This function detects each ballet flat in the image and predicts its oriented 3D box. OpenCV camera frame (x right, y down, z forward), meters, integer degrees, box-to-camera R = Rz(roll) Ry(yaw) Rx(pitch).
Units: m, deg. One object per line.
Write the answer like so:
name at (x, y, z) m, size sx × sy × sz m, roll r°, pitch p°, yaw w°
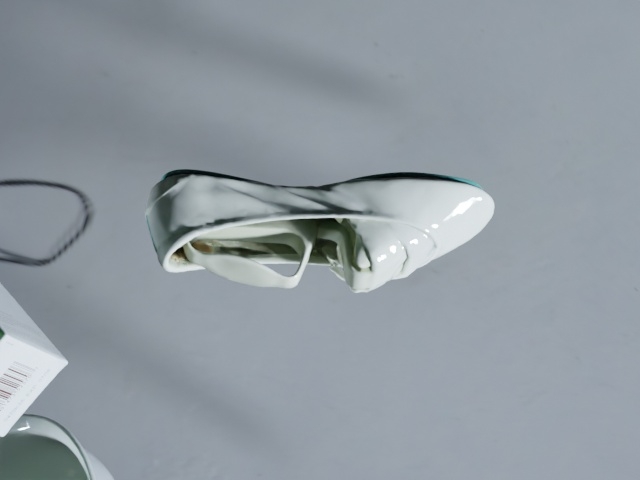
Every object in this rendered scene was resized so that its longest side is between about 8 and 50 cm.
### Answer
ballet flat at (0.000, 0.000, 1.490) m, size 0.400 × 0.139 × 0.139 m, roll 2°, pitch 82°, yaw -3°

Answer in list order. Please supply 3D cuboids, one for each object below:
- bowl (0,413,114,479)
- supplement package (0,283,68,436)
bowl at (-0.312, 0.353, 1.468) m, size 0.297 × 0.134 × 0.298 m, roll -14°, pitch 64°, yaw 31°
supplement package at (-0.358, 0.093, 1.310) m, size 0.105 × 0.105 × 0.179 m, roll -49°, pitch 58°, yaw 2°
